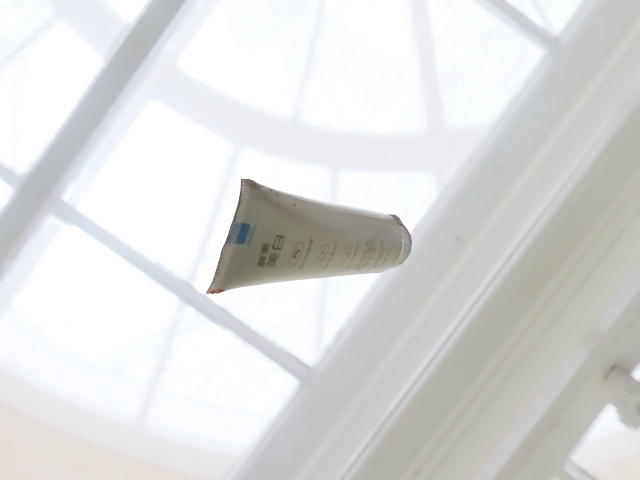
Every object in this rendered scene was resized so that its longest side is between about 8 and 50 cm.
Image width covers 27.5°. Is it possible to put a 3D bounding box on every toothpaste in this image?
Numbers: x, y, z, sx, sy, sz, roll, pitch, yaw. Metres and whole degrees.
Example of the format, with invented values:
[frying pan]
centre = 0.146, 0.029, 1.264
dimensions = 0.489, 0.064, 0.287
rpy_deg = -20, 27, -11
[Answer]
[toothpaste]
centre = 0.000, 0.000, 0.590
dimensions = 0.031, 0.048, 0.190
rpy_deg = 22, -172, 23
